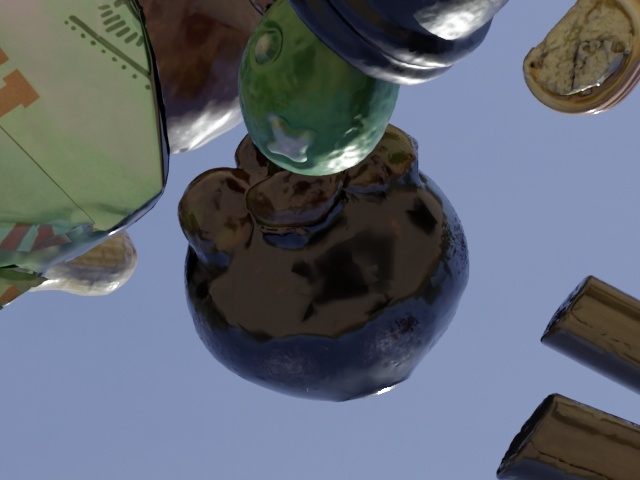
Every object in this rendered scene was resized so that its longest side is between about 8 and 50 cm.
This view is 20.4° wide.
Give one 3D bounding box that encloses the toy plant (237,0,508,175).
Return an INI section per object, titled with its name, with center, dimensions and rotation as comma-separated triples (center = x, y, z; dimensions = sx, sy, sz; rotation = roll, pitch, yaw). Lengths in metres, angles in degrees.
[toy plant]
center = 0.022, -0.170, 1.152
dimensions = 0.175, 0.218, 0.235
rotation = -8, 167, -45

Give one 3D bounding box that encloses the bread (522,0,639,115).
[bread]
center = 0.241, -0.162, 1.538
dimensions = 0.084, 0.119, 0.177
rotation = 40, -167, 9

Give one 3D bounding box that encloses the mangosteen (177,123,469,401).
[mangosteen]
center = 0.002, 0.001, 1.649
dimensions = 0.287, 0.287, 0.233
rotation = 7, -169, 19

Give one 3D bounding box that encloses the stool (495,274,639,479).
[stool]
center = 0.282, 0.056, 1.031
dimensions = 0.226, 0.310, 0.310
rotation = 37, -157, 1

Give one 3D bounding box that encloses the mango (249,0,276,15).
[mango]
center = -0.014, -0.311, 1.605
dimensions = 0.151, 0.156, 0.248
rotation = -9, -113, 6

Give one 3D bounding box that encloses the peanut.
[peanut]
center = -0.274, 0.012, 1.775
dimensions = 0.207, 0.087, 0.087
rotation = 5, -160, -41

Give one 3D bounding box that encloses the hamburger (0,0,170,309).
[hamburger]
center = -0.192, -0.054, 0.944
dimensions = 0.214, 0.235, 0.125
rotation = -5, 179, -17

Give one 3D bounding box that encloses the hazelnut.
[hazelnut]
center = -0.146, -0.194, 1.935
dimensions = 0.218, 0.218, 0.234
rotation = 21, -170, 36
